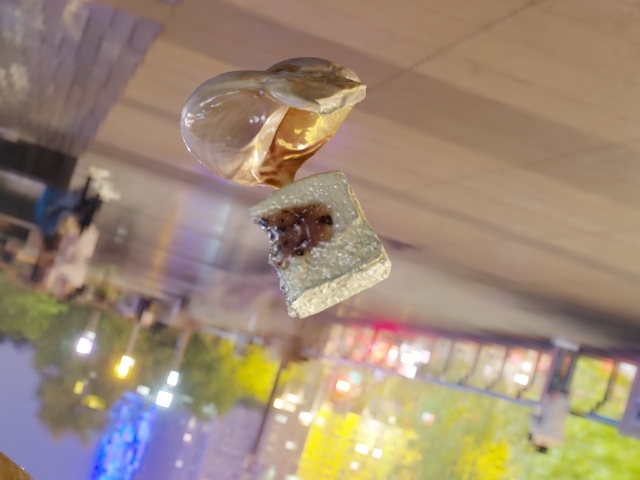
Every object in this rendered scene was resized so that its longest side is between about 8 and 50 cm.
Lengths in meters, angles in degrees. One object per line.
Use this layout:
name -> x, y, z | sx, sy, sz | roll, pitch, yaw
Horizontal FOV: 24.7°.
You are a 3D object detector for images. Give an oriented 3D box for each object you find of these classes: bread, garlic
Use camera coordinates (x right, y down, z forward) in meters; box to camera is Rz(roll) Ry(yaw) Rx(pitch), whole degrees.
bread -> 0.000, 0.000, 0.897 | 0.070, 0.083, 0.035 | -23, 148, 3
garlic -> -0.031, -0.104, 1.226 | 0.124, 0.099, 0.174 | 28, -147, 28

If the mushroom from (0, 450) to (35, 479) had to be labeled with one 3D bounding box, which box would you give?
mushroom -> -0.275, 0.188, 1.070 | 0.151, 0.156, 0.285 | 4, 152, 14
